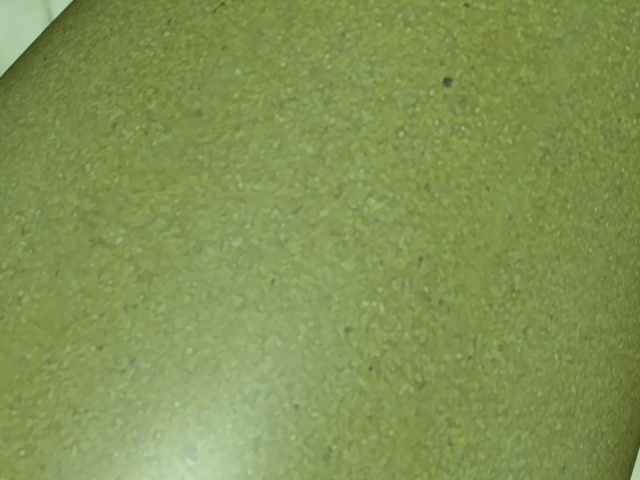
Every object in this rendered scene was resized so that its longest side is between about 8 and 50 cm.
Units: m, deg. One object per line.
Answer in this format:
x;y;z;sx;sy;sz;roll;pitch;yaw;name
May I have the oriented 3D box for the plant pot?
0.000;0.000;0.435;0.237;0.237;0.254;28;90;10;plant pot
